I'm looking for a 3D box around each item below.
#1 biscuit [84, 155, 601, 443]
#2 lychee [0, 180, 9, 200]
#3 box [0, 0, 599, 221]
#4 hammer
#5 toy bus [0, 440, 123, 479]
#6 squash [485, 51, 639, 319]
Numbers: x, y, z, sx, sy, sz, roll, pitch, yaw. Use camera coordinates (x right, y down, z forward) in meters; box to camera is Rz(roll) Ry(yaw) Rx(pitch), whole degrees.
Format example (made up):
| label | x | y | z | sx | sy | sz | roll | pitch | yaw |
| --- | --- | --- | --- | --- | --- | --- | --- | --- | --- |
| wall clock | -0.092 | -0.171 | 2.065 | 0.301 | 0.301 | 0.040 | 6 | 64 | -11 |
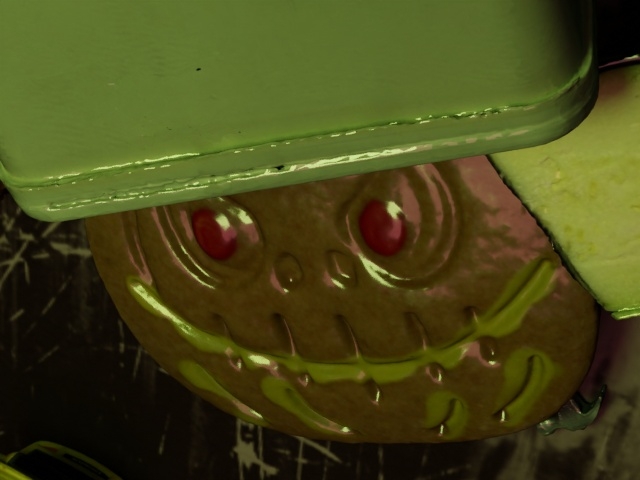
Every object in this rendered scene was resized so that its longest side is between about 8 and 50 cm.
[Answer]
| label | x | y | z | sx | sy | sz | roll | pitch | yaw |
| --- | --- | --- | --- | --- | --- | --- | --- | --- | --- |
| biscuit | -0.004 | 0.004 | 1.069 | 0.394 | 0.070 | 0.350 | -10 | 117 | 35 |
| lychee | -0.286 | -0.109 | 1.079 | 0.188 | 0.188 | 0.188 | 14 | 130 | 18 |
| box | -0.061 | -0.206 | 0.785 | 0.352 | 0.177 | 0.344 | -8 | 134 | 17 |
| hammer | 0.148 | 0.064 | 1.083 | 0.062 | 0.017 | 0.182 | -16 | 115 | 35 |
| toy bus | -0.258 | 0.300 | 1.390 | 0.145 | 0.151 | 0.331 | 27 | 135 | 14 |
| squash | 0.211 | -0.060 | 0.908 | 0.184 | 0.085 | 0.192 | -21 | 124 | 31 |
